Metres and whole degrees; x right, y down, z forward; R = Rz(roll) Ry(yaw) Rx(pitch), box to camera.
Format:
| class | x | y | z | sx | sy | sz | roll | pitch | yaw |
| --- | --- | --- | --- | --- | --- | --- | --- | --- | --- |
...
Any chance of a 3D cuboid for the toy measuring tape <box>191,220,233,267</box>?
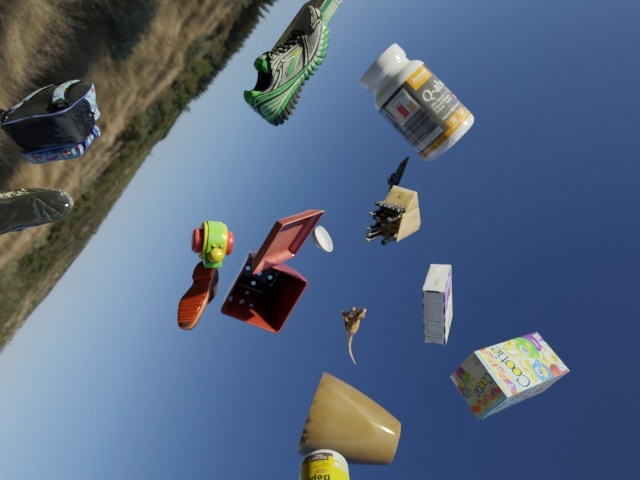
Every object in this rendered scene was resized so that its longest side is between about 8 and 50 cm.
| class | x | y | z | sx | sy | sz | roll | pitch | yaw |
| --- | --- | --- | --- | --- | --- | --- | --- | --- | --- |
| toy measuring tape | -0.325 | -0.018 | 1.284 | 0.121 | 0.121 | 0.330 | -50 | -152 | 1 |

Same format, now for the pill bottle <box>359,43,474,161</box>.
| class | x | y | z | sx | sy | sz | roll | pitch | yaw |
| --- | --- | --- | --- | --- | --- | --- | --- | --- | --- |
| pill bottle | 0.241 | -0.351 | 1.120 | 0.162 | 0.278 | 0.162 | -45 | -176 | 4 |

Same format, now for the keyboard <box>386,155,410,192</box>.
| class | x | y | z | sx | sy | sz | roll | pitch | yaw |
| --- | --- | --- | --- | --- | --- | --- | --- | --- | --- |
| keyboard | 0.288 | -0.255 | 1.685 | 0.100 | 0.038 | 0.192 | -52 | -174 | 44 |

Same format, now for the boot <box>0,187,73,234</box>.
| class | x | y | z | sx | sy | sz | roll | pitch | yaw |
| --- | --- | --- | --- | --- | --- | --- | --- | --- | --- |
| boot | -0.638 | -0.061 | 0.902 | 0.236 | 0.085 | 0.178 | -11 | -168 | -22 |

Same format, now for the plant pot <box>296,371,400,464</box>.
| class | x | y | z | sx | sy | sz | roll | pitch | yaw |
| --- | --- | --- | --- | --- | --- | --- | --- | --- | --- |
| plant pot | 0.091 | 0.532 | 1.253 | 0.237 | 0.254 | 0.237 | 17 | 90 | -83 |

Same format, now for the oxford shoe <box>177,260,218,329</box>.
| class | x | y | z | sx | sy | sz | roll | pitch | yaw |
| --- | --- | --- | --- | --- | --- | --- | --- | --- | --- |
| oxford shoe | -0.383 | 0.188 | 1.430 | 0.096 | 0.098 | 0.272 | -5 | -136 | 17 |

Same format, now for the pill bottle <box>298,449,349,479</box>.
| class | x | y | z | sx | sy | sz | roll | pitch | yaw |
| --- | --- | --- | --- | --- | --- | --- | --- | --- | --- |
| pill bottle | 0.010 | 0.571 | 0.937 | 0.117 | 0.117 | 0.215 | -44 | -163 | 13 |

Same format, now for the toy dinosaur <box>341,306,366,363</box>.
| class | x | y | z | sx | sy | sz | roll | pitch | yaw |
| --- | --- | --- | --- | --- | --- | --- | --- | --- | --- |
| toy dinosaur | 0.093 | 0.269 | 1.343 | 0.112 | 0.064 | 0.212 | -87 | -177 | -50 |

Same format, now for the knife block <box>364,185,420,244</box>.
| class | x | y | z | sx | sy | sz | roll | pitch | yaw |
| --- | --- | --- | --- | --- | --- | --- | --- | --- | --- |
| knife block | 0.234 | -0.044 | 1.442 | 0.088 | 0.276 | 0.242 | 22 | -112 | 27 |

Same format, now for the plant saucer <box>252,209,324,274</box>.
| class | x | y | z | sx | sy | sz | roll | pitch | yaw |
| --- | --- | --- | --- | --- | --- | --- | --- | --- | --- |
| plant saucer | -0.128 | -0.008 | 1.614 | 0.258 | 0.048 | 0.259 | -24 | 155 | -53 |

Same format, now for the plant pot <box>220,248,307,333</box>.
| class | x | y | z | sx | sy | sz | roll | pitch | yaw |
| --- | --- | --- | --- | --- | --- | --- | --- | --- | --- |
| plant pot | -0.249 | 0.184 | 1.854 | 0.267 | 0.267 | 0.236 | -59 | -158 | 13 |

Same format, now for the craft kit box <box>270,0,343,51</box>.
| class | x | y | z | sx | sy | sz | roll | pitch | yaw |
| --- | --- | --- | --- | --- | --- | --- | --- | --- | --- |
| craft kit box | -0.057 | -0.733 | 1.516 | 0.250 | 0.061 | 0.246 | -57 | -152 | -5 |

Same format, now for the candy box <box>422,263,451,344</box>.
| class | x | y | z | sx | sy | sz | roll | pitch | yaw |
| --- | --- | --- | --- | --- | --- | --- | --- | --- | --- |
| candy box | 0.370 | 0.199 | 1.380 | 0.070 | 0.196 | 0.165 | 2 | -153 | 23 |

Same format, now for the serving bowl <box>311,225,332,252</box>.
| class | x | y | z | sx | sy | sz | roll | pitch | yaw |
| --- | --- | --- | --- | --- | --- | --- | --- | --- | --- |
| serving bowl | 0.000 | 0.000 | 1.264 | 0.027 | 0.083 | 0.083 | -30 | -148 | 24 |

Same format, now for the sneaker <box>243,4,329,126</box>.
| class | x | y | z | sx | sy | sz | roll | pitch | yaw |
| --- | --- | --- | --- | --- | --- | --- | --- | --- | --- |
| sneaker | -0.094 | -0.505 | 1.236 | 0.134 | 0.146 | 0.344 | 33 | -84 | 51 |

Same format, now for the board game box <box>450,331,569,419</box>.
| class | x | y | z | sx | sy | sz | roll | pitch | yaw |
| --- | --- | --- | --- | --- | --- | --- | --- | --- | --- |
| board game box | 0.545 | 0.386 | 1.268 | 0.142 | 0.275 | 0.144 | 60 | -38 | 35 |

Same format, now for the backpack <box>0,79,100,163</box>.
| class | x | y | z | sx | sy | sz | roll | pitch | yaw |
| --- | --- | --- | --- | --- | --- | --- | --- | --- | --- |
| backpack | -0.532 | -0.253 | 0.898 | 0.158 | 0.117 | 0.173 | -9 | -140 | 5 |
